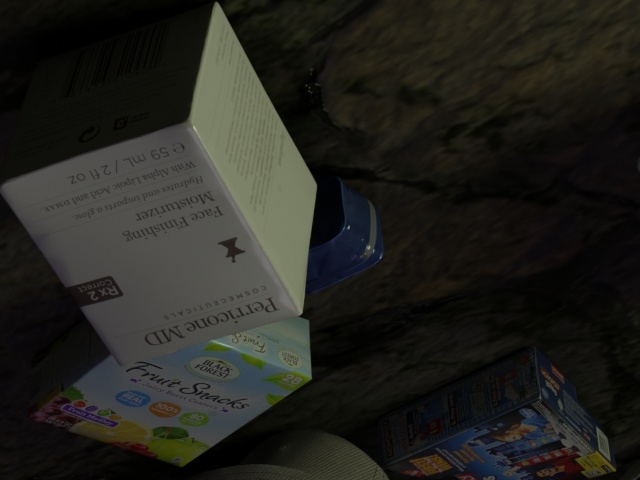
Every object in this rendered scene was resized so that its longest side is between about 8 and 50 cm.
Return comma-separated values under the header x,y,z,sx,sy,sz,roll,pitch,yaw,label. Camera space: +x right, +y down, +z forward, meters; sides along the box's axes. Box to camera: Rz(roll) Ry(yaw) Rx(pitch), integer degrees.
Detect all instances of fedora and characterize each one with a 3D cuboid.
x,y,z,sx,sy,sz,roll,pitch,yaw,label
-0.028,0.278,1.752,0.244,0.124,0.275,43,136,-17,fedora

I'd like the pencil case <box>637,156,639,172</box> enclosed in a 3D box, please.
x,y,z,sx,sy,sz,roll,pitch,yaw,label
0.352,-0.018,1.389,0.124,0.113,0.273,4,155,35,pencil case

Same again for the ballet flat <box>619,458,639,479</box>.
x,y,z,sx,sy,sz,roll,pitch,yaw,label
0.354,0.286,1.885,0.086,0.086,0.248,3,144,-9,ballet flat

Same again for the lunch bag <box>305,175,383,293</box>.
x,y,z,sx,sy,sz,roll,pitch,yaw,label
0.000,0.000,1.420,0.098,0.067,0.065,-24,141,29,lunch bag

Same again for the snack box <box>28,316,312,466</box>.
x,y,z,sx,sy,sz,roll,pitch,yaw,label
-0.138,0.117,1.582,0.174,0.070,0.207,22,137,-32,snack box

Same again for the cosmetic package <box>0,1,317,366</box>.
x,y,z,sx,sy,sz,roll,pitch,yaw,label
-0.109,-0.039,1.238,0.151,0.151,0.183,-17,126,18,cosmetic package

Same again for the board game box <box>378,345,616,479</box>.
x,y,z,sx,sy,sz,roll,pitch,yaw,label
0.166,0.195,1.734,0.194,0.060,0.194,-19,144,23,board game box
